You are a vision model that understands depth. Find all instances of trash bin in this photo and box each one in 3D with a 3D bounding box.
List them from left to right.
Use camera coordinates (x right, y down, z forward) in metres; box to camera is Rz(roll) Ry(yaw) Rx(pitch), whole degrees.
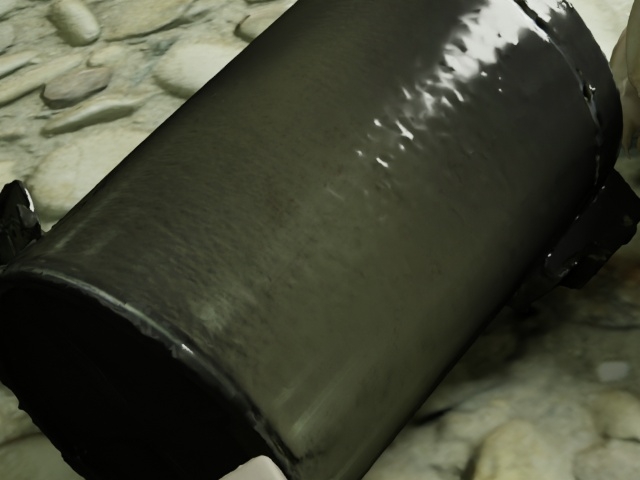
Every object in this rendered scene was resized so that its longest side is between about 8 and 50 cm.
[{"bbox_3d":[0.000,0.000,0.687,0.252,0.203,0.301,42,57,4],"label":"trash bin"}]

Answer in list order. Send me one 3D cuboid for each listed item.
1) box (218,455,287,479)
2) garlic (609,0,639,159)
[{"bbox_3d":[-0.125,0.216,0.368,0.353,0.069,0.214,-34,20,-5],"label":"box"},{"bbox_3d":[0.255,-0.107,0.732,0.203,0.185,0.281,-22,36,-8],"label":"garlic"}]
